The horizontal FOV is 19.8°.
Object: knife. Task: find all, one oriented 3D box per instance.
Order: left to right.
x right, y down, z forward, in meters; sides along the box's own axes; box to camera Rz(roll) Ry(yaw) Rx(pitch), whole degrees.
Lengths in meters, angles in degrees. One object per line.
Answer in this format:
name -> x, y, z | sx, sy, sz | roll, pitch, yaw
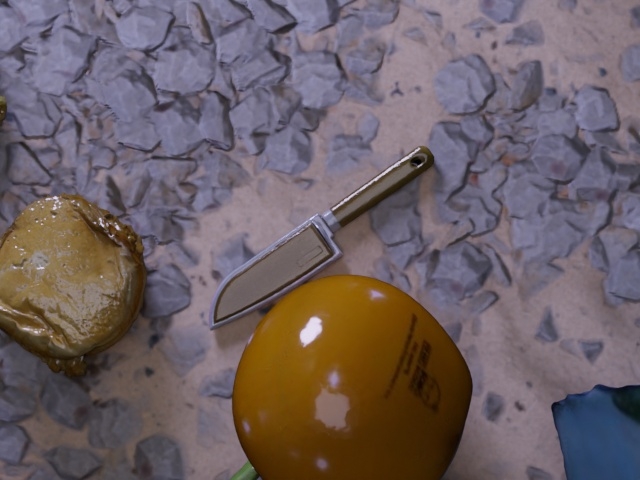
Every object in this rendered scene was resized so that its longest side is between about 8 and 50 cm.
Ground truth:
knife -> 0.000, 0.000, 1.654 | 0.256, 0.022, 0.046 | -35, 88, 0

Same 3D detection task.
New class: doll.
doll -> 0.003, 0.144, 1.569 | 0.236, 0.213, 0.213 | -28, 82, 39

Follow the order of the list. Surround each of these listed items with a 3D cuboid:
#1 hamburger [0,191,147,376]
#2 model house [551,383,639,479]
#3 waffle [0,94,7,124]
hamburger -> -0.225, 0.038, 1.633 | 0.138, 0.083, 0.147 | 31, 85, 9
model house -> 0.431, 0.259, 1.507 | 0.339, 0.297, 0.360 | -9, 83, -29
waffle -> -0.378, -0.143, 1.675 | 0.192, 0.046, 0.160 | 17, 85, 5
